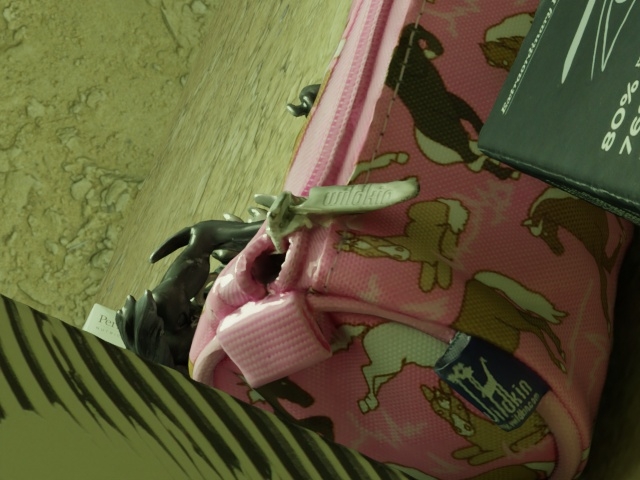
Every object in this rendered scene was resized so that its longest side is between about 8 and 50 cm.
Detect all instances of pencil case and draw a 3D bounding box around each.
[{"bbox_3d":[0.073,-0.077,0.724,0.167,0.160,0.386,105,-176,-59],"label":"pencil case"}]

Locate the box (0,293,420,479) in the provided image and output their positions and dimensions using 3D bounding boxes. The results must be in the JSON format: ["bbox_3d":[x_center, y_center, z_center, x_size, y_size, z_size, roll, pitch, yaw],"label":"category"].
[{"bbox_3d":[-0.044,0.113,0.593,0.113,0.275,0.094,-40,28,63],"label":"box"}]

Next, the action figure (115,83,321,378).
[{"bbox_3d":[-0.008,0.036,0.830,0.275,0.141,0.164,-55,-31,-33],"label":"action figure"}]

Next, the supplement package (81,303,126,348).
[{"bbox_3d":[-0.173,0.198,1.366,0.134,0.139,0.244,123,165,-45],"label":"supplement package"}]

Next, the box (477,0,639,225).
[{"bbox_3d":[0.147,-0.066,0.510,0.153,0.108,0.207,-65,11,5],"label":"box"}]
